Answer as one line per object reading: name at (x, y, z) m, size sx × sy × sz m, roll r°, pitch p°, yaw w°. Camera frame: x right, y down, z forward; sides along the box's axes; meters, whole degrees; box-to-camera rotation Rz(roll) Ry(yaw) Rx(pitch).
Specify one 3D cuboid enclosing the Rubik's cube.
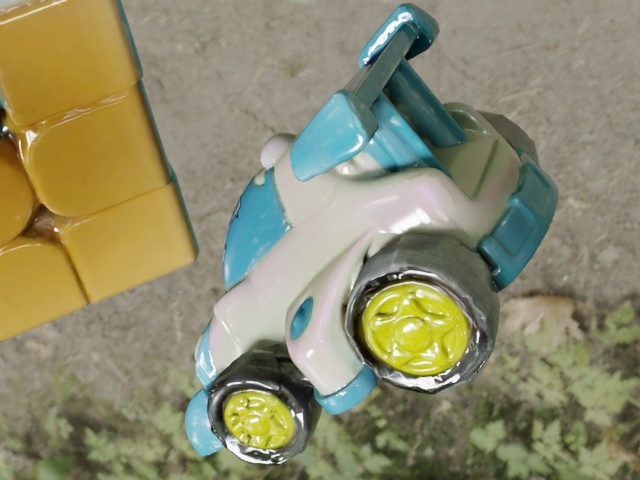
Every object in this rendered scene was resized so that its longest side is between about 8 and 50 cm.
Rubik's cube at (-0.294, -0.113, 0.949) m, size 0.291 × 0.291 × 0.290 m, roll 78°, pitch 166°, yaw -46°

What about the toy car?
toy car at (0.000, 0.000, 0.453) m, size 0.161 × 0.126 × 0.098 m, roll -31°, pitch 104°, yaw 32°
